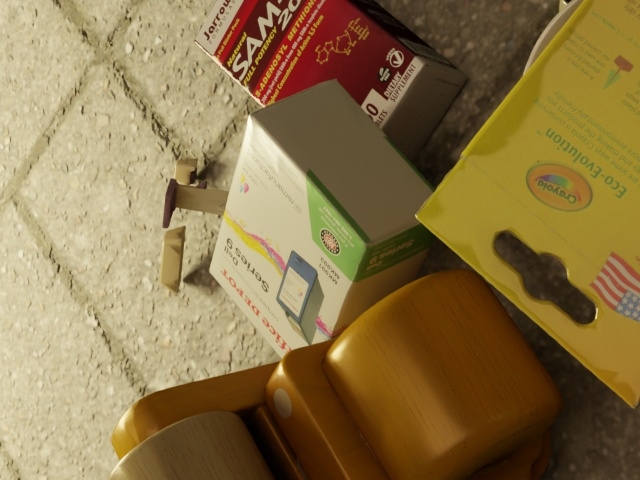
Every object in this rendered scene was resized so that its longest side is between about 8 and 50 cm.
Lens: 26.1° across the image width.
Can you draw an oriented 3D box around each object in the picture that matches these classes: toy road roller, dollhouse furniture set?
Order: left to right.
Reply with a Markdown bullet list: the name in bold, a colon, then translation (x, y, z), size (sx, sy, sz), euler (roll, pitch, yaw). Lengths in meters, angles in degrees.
- **dollhouse furniture set**: translation (-0.110, -0.008, 1.349), size (0.081, 0.091, 0.114), euler (8, 118, -1)
- **toy road roller**: translation (0.028, 0.151, 1.031), size (0.202, 0.329, 0.240), euler (57, 140, 27)

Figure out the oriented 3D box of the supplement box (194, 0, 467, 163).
- **supplement box**: translation (0.003, -0.163, 1.238), size (0.239, 0.073, 0.130), euler (44, 112, 33)

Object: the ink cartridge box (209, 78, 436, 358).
- **ink cartridge box**: translation (0.000, 0.000, 1.145), size (0.154, 0.093, 0.212), euler (50, 148, 22)

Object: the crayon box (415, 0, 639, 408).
- **crayon box**: translation (0.236, -0.075, 0.883), size (0.202, 0.081, 0.318), euler (44, 102, 24)

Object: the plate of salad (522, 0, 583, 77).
- **plate of salad**: translation (0.245, -0.096, 1.000), size (0.200, 0.048, 0.199), euler (1, 107, 2)

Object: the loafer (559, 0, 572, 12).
- **loafer**: translation (0.220, -0.156, 1.059), size (0.102, 0.092, 0.268), euler (18, 96, 37)
